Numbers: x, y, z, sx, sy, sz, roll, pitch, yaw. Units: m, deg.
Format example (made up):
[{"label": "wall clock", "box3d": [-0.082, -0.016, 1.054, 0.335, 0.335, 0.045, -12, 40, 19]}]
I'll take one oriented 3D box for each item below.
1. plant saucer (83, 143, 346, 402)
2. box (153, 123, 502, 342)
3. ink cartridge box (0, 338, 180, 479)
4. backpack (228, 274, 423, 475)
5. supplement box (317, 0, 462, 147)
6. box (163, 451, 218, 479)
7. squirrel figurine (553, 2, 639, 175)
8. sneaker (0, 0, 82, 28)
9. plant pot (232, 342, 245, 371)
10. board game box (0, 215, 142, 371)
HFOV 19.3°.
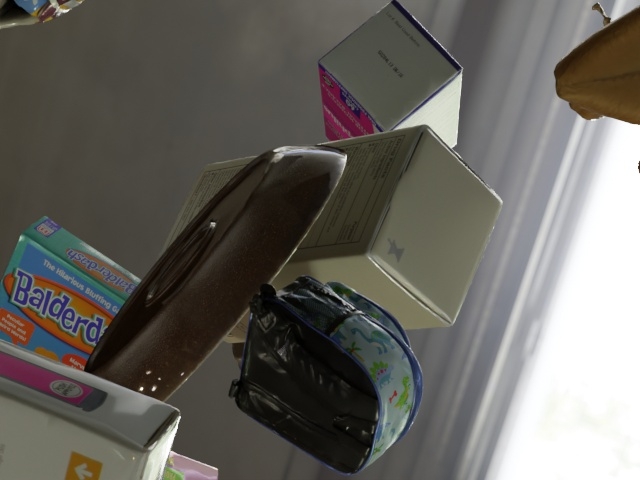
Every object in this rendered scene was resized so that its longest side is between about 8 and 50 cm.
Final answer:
[{"label": "plant saucer", "box3d": [-0.098, 0.032, 1.514, 0.050, 0.310, 0.310, 39, -167, -10]}, {"label": "box", "box3d": [0.000, 0.000, 1.730, 0.311, 0.148, 0.121, -6, 141, 49]}, {"label": "ink cartridge box", "box3d": [-0.270, 0.112, 1.017, 0.371, 0.175, 0.069, 19, -158, 8]}, {"label": "backpack", "box3d": [0.012, 0.087, 1.226, 0.114, 0.105, 0.084, 35, -140, 27]}, {"label": "supplement box", "box3d": [0.076, -0.148, 2.042, 0.111, 0.114, 0.220, 48, 171, 15]}, {"label": "box", "box3d": [-0.295, 0.346, 2.540, 0.243, 0.117, 0.213, -2, 163, 24]}, {"label": "squirrel figurine", "box3d": [0.409, -0.201, 1.648, 0.281, 0.397, 0.370, 42, -157, -9]}, {"label": "sneaker", "box3d": [-0.200, -0.214, 1.492, 0.069, 0.185, 0.084, 51, -126, -9]}, {"label": "plant pot", "box3d": [-0.024, 0.101, 2.112, 0.110, 0.237, 0.237, 25, -167, -18]}, {"label": "board game box", "box3d": [-0.239, 0.106, 1.761, 0.160, 0.210, 0.047, 32, -150, 9]}]
